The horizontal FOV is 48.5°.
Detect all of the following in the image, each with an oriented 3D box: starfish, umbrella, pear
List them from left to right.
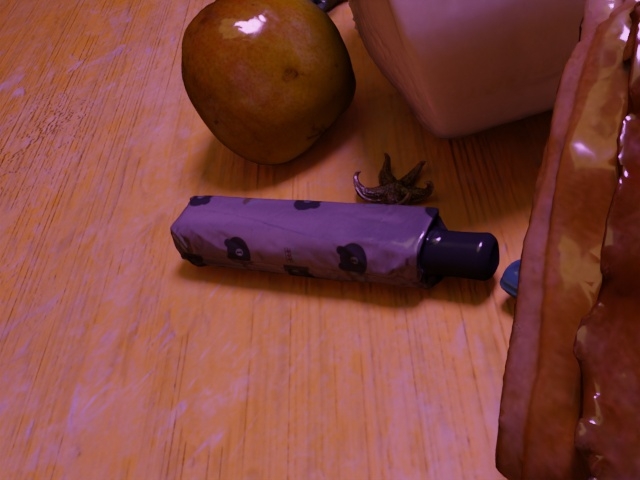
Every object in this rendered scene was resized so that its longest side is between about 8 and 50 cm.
[{"bbox_3d":[-0.061,-0.194,0.816,0.199,0.200,0.200,-15,42,13],"label":"pear"},{"bbox_3d":[0.000,0.000,0.669,0.337,0.067,0.073,4,63,31],"label":"umbrella"},{"bbox_3d":[0.074,-0.059,0.723,0.078,0.028,0.091,-16,39,3],"label":"starfish"}]

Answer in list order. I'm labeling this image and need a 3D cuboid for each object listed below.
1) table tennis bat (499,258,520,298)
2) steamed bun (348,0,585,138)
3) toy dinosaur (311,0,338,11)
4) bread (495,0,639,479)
[{"bbox_3d":[0.207,0.076,0.512,0.124,0.033,0.201,-36,46,-11],"label":"table tennis bat"},{"bbox_3d":[0.200,-0.296,0.711,0.370,0.290,0.456,-16,42,6],"label":"steamed bun"},{"bbox_3d":[0.006,-0.396,1.073,0.362,0.077,0.147,2,41,34],"label":"toy dinosaur"},{"bbox_3d":[0.289,0.040,0.351,0.369,0.191,0.314,12,80,17],"label":"bread"}]
